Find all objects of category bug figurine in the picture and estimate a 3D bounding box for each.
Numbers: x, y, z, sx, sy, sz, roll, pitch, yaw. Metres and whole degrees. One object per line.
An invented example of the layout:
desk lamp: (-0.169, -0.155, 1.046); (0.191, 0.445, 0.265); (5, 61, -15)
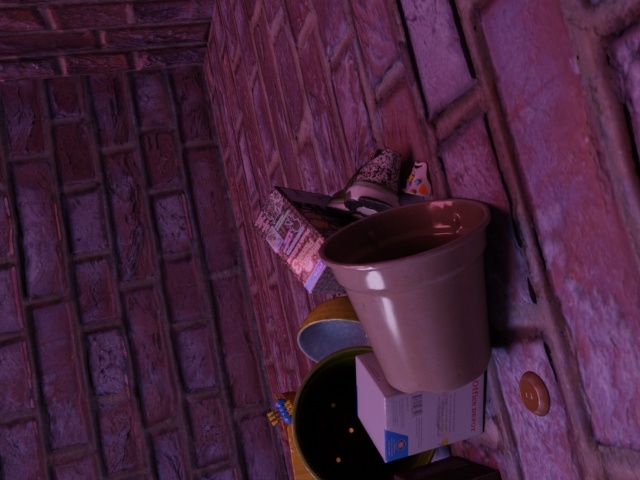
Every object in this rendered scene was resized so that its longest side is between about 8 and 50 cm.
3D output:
bug figurine: (-0.016, 0.528, 1.941); (0.216, 0.279, 0.072); (61, -173, 28)

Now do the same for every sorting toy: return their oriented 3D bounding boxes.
sorting toy: (0.220, -0.142, 1.411); (0.083, 0.044, 0.075); (-156, 77, -69)

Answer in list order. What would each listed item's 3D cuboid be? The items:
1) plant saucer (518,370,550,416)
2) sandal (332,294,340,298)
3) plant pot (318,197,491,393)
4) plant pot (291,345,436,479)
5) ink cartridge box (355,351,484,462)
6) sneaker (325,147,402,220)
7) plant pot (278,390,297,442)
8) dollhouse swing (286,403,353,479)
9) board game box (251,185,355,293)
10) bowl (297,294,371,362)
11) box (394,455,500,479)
plant saucer: (0.389, 0.284, 1.142); (0.083, 0.015, 0.084); (169, 90, -73)
sandal: (0.055, 0.247, 2.114); (0.072, 0.049, 0.180); (169, 91, -73)
plant pot: (0.195, 0.117, 1.224); (0.334, 0.333, 0.306); (-150, 41, -68)
plant pot: (0.099, 0.503, 1.681); (0.353, 0.366, 0.367); (102, 154, -68)
ink cartridge box: (0.215, 0.338, 1.357); (0.168, 0.232, 0.171); (-132, 35, -63)
sneaker: (0.134, -0.138, 1.590); (0.182, 0.158, 0.410); (-66, 10, -6)
plant pot: (-0.048, 0.685, 2.451); (0.205, 0.187, 0.205); (169, 90, -73)
dollhouse swing: (0.073, 0.716, 1.973); (0.305, 0.315, 0.347); (-145, 47, -81)
board game box: (0.000, 0.000, 1.677); (0.291, 0.232, 0.141); (46, 116, 35)
bowl: (0.092, 0.235, 1.719); (0.289, 0.289, 0.156); (104, -179, -52)
box: (0.290, 0.596, 1.373); (0.203, 0.167, 0.169); (149, 110, -71)
